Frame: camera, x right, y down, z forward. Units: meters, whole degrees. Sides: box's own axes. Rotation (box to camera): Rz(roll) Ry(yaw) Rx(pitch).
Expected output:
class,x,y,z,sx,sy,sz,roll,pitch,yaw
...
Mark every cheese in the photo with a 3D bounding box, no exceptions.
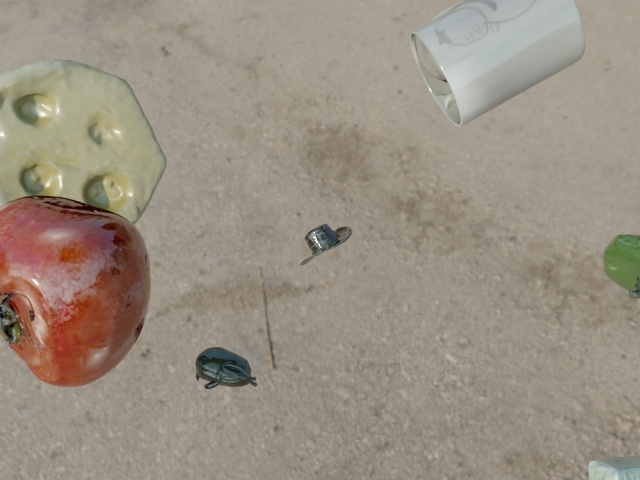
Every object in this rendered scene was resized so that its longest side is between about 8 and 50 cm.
class,x,y,z,sx,sy,sz,roll,pitch,yaw
cheese,-0.415,-0.125,1.132,0.318,0.326,0.115,18,-3,-30

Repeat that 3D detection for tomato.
class,x,y,z,sx,sy,sz,roll,pitch,yaw
tomato,-0.245,0.043,0.676,0.187,0.187,0.151,19,36,24

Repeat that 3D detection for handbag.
class,x,y,z,sx,sy,sz,roll,pitch,yaw
handbag,-0.152,0.208,1.124,0.111,0.047,0.072,11,37,29

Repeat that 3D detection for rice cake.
class,x,y,z,sx,sy,sz,roll,pitch,yaw
rice cake,0.565,0.359,1.089,0.336,0.063,0.066,0,2,-21

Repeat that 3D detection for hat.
class,x,y,z,sx,sy,sz,roll,pitch,yaw
hat,0.000,0.000,1.347,0.121,0.121,0.050,-41,97,-34

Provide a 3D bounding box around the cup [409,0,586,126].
class,x,y,z,sx,sy,sz,roll,pitch,yaw
cup,0.152,-0.193,0.655,0.133,0.099,0.136,-29,68,4

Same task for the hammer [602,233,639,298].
class,x,y,z,sx,sy,sz,roll,pitch,yaw
hammer,0.337,0.018,0.510,0.119,0.206,0.335,-11,4,-27
